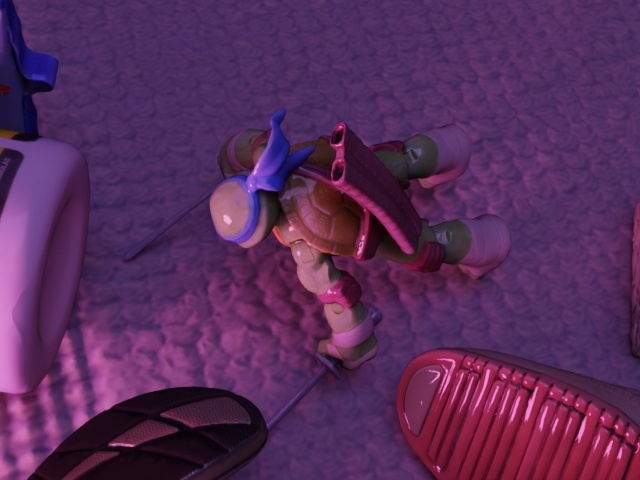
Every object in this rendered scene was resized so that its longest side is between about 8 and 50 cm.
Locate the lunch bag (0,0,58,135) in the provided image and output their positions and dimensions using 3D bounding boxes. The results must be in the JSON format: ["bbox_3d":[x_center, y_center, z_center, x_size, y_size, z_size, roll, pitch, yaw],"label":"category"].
[{"bbox_3d":[-0.349,-0.154,0.846,0.293,0.221,0.138,9,59,-3],"label":"lunch bag"}]

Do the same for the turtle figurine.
[{"bbox_3d":[0.000,0.000,0.879,0.266,0.274,0.198,-8,36,-36],"label":"turtle figurine"}]

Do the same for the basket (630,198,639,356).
[{"bbox_3d":[0.326,0.019,0.909,0.103,0.113,0.167,10,58,0],"label":"basket"}]

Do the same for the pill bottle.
[{"bbox_3d":[-0.349,-0.009,0.780,0.334,0.188,0.188,11,59,-2],"label":"pill bottle"}]

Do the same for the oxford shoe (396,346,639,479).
[{"bbox_3d":[0.248,0.180,0.817,0.397,0.140,0.146,26,27,13],"label":"oxford shoe"}]

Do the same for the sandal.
[{"bbox_3d":[-0.162,0.210,0.742,0.303,0.086,0.120,-40,34,-10],"label":"sandal"}]
